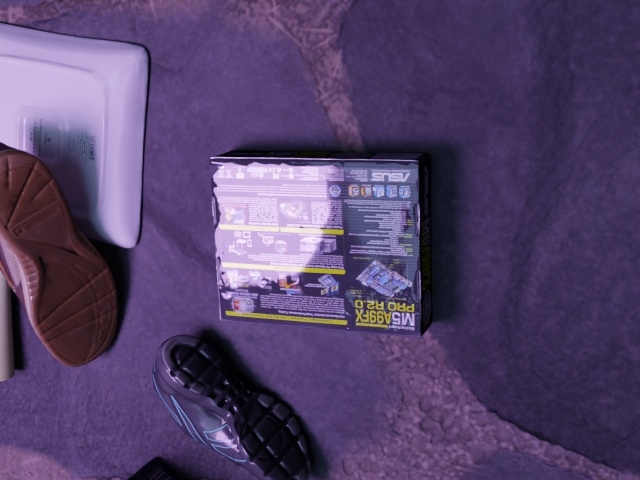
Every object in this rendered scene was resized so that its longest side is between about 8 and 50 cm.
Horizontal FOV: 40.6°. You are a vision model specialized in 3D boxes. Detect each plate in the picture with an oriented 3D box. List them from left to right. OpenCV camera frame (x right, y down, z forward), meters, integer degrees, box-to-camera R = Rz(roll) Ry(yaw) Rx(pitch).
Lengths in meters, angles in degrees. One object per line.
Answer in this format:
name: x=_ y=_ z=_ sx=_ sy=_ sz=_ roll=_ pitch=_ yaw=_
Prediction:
plate: x=-0.369 y=-0.141 z=1.175 sx=0.277 sy=0.045 sz=0.278 roll=12 pitch=107 yaw=16

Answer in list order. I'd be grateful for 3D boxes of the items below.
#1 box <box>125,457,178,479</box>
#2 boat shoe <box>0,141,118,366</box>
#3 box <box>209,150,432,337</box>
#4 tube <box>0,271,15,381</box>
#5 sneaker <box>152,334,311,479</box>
box: x=-0.246 y=0.549 z=1.202 sx=0.312 sy=0.179 sz=0.343 roll=39 pitch=101 yaw=6
boat shoe: x=-0.376 y=0.018 z=1.165 sx=0.123 sy=0.123 sz=0.342 roll=31 pitch=147 yaw=46
box: x=0.000 y=0.000 z=1.067 sx=0.269 sy=0.060 sz=0.216 roll=2 pitch=105 yaw=20
tube: x=-0.487 y=0.087 z=1.275 sx=0.070 sy=0.062 sz=0.240 roll=-5 pitch=101 yaw=-21
sneaker: x=-0.123 y=0.241 z=1.172 sx=0.267 sy=0.101 sz=0.106 roll=46 pitch=136 yaw=3
